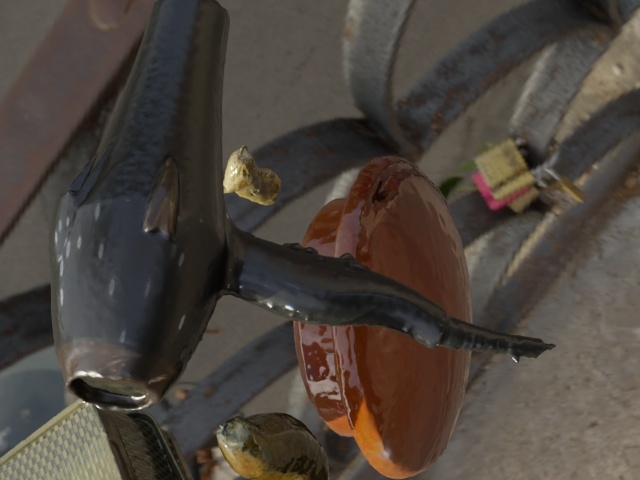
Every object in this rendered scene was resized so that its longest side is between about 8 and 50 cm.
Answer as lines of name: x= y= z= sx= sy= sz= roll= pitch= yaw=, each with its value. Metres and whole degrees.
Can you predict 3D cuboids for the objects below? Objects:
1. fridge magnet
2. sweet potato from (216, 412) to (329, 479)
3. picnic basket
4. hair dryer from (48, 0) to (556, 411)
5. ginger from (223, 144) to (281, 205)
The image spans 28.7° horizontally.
fridge magnet: x=0.080 y=0.086 z=1.415 sx=0.155 sy=0.363 sz=0.364 roll=-3 pitch=84 yaw=23
sweet potato: x=-0.027 y=0.185 z=0.904 sx=0.062 sy=0.233 sz=0.081 roll=13 pitch=49 yaw=20
picnic basket: x=-0.254 y=0.295 z=1.248 sx=0.266 sy=0.139 sz=0.165 roll=-37 pitch=55 yaw=12
hair dryer: x=0.000 y=0.000 z=0.863 sx=0.359 sy=0.120 sz=0.304 roll=18 pitch=58 yaw=-13
ginger: x=-0.087 y=-0.075 z=1.508 sx=0.057 sy=0.137 sz=0.044 roll=-8 pitch=76 yaw=14
